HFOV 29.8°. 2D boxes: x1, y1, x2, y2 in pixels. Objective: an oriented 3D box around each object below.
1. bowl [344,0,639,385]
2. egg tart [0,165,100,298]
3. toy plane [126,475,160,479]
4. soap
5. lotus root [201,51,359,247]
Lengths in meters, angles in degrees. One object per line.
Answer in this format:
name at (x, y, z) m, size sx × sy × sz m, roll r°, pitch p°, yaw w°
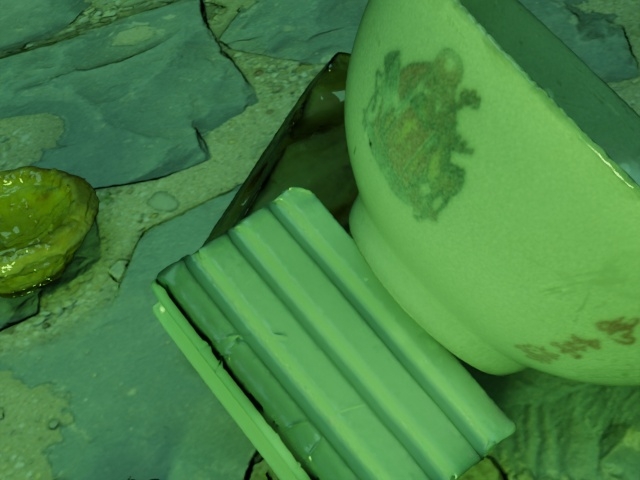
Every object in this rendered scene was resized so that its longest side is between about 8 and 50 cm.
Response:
bowl at (0.150, -0.026, 0.907) m, size 0.196 × 0.435 × 0.435 m, roll -46°, pitch 35°, yaw 18°
egg tart at (-0.315, -0.006, 1.241) m, size 0.191 × 0.074 × 0.191 m, roll -8°, pitch 39°, yaw 7°
toy plane at (-0.191, 0.256, 0.903) m, size 0.226 × 0.058 × 0.226 m, roll 24°, pitch 54°, yaw 21°
soap at (0.000, 0.094, 0.900) m, size 0.150 × 0.094 × 0.261 m, roll -33°, pitch 73°, yaw -23°
lotus root at (-0.003, 0.000, 1.071) m, size 0.210 × 0.142 × 0.314 m, roll 41°, pitch 64°, yaw 4°
